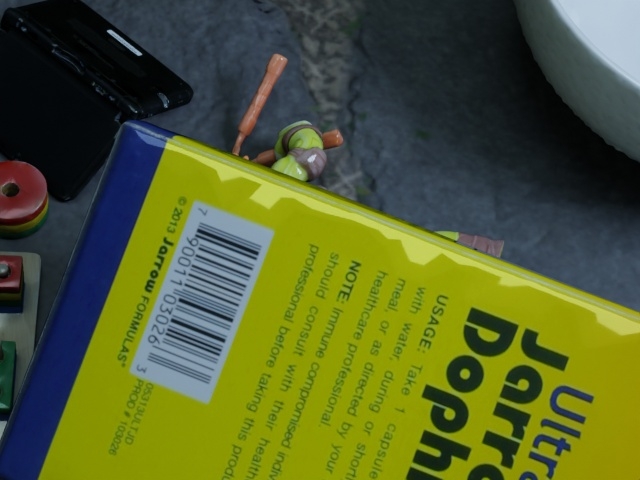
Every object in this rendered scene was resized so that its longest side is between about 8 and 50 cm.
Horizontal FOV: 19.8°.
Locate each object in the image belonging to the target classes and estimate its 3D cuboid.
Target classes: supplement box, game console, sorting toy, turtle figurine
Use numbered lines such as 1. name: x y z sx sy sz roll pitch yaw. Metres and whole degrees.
1. supplement box: 0.042 0.092 0.974 0.356 0.194 0.195 21 91 6
2. game console: -0.167 -0.097 1.224 0.122 0.071 0.107 39 32 17
3. sorting toy: -0.238 0.063 1.093 0.132 0.046 0.274 3 58 -4
4. turtle figurine: 0.000 0.000 1.135 0.217 0.087 0.269 19 57 6

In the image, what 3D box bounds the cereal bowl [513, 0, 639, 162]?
1. cereal bowl: 0.288 -0.160 1.237 0.339 0.141 0.339 3 57 -4
